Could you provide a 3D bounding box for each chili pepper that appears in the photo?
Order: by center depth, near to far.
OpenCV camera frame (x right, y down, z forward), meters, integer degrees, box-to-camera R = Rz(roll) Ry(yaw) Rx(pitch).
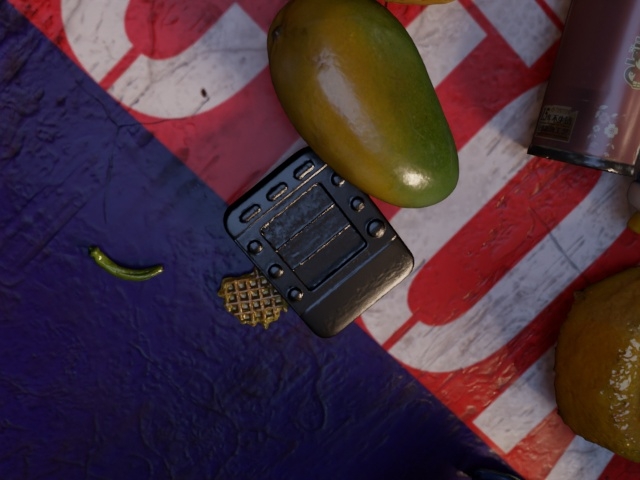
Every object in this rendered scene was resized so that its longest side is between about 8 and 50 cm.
[{"bbox_3d":[-0.216,0.027,0.690,0.083,0.017,0.030,23,98,-11],"label":"chili pepper"}]

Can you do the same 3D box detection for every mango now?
[{"bbox_3d":[0.047,-0.133,0.627,0.156,0.114,0.251,-48,113,-40],"label":"mango"}]

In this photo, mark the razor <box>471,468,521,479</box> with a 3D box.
[{"bbox_3d":[0.333,0.368,0.821,0.324,0.093,0.056,32,57,-9],"label":"razor"}]

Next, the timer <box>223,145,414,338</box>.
[{"bbox_3d":[0.000,0.000,0.693,0.144,0.055,0.187,-39,109,-1],"label":"timer"}]

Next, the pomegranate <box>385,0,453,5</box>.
[{"bbox_3d":[0.091,-0.313,0.538,0.233,0.233,0.233,-1,103,-6],"label":"pomegranate"}]

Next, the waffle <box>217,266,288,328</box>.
[{"bbox_3d":[-0.069,0.059,0.716,0.085,0.016,0.078,-39,108,4],"label":"waffle"}]

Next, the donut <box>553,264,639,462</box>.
[{"bbox_3d":[0.398,0.145,0.749,0.254,0.118,0.253,-3,99,-21],"label":"donut"}]

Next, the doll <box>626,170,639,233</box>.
[{"bbox_3d":[0.443,-0.137,0.668,0.177,0.141,0.314,10,110,-35],"label":"doll"}]

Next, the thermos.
[{"bbox_3d":[0.326,-0.235,0.644,0.136,0.109,0.330,14,101,4],"label":"thermos"}]
